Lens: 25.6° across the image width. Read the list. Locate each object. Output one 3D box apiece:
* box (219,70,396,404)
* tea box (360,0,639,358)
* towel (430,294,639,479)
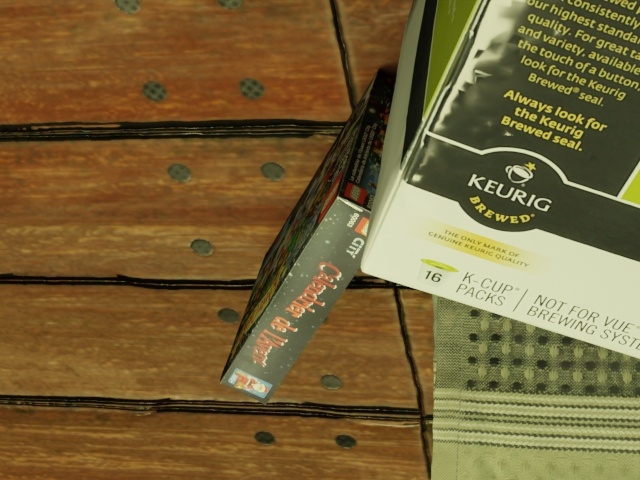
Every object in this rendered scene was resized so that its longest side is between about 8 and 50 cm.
[{"bbox_3d":[0.000,0.000,1.105,0.044,0.159,0.233,26,132,-7],"label":"box"},{"bbox_3d":[0.229,-0.109,0.713,0.329,0.220,0.323,18,137,-6],"label":"tea box"},{"bbox_3d":[0.236,0.045,1.011,0.324,0.312,0.056,1,171,11],"label":"towel"}]
